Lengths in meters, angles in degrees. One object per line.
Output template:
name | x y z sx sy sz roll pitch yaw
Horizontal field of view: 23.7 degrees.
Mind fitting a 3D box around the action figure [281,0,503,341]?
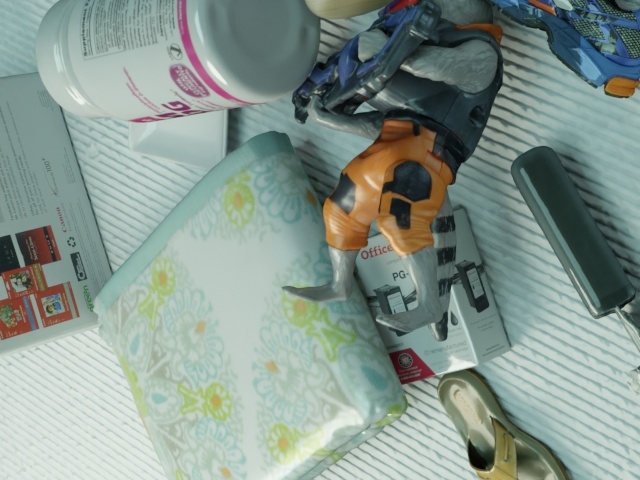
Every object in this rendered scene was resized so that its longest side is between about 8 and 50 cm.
action figure | 0.073 -0.090 1.405 0.341 0.178 0.330 -172 100 -75

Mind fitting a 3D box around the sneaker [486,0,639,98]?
sneaker | 0.210 -0.220 1.337 0.221 0.083 0.087 43 110 17

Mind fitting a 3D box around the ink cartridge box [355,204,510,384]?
ink cartridge box | 0.105 0.054 1.485 0.109 0.063 0.150 -20 89 40

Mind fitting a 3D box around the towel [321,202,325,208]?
towel | 0.000 0.000 1.591 0.083 0.009 0.060 -39 75 37

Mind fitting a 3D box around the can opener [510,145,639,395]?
can opener | 0.267 0.035 1.360 0.093 0.074 0.280 -34 79 4

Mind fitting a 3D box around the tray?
tray | -0.144 -0.215 1.641 0.145 0.030 0.270 16 110 36

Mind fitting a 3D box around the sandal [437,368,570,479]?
sandal | 0.169 0.202 1.479 0.180 0.049 0.072 51 127 17

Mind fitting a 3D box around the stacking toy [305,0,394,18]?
stacking toy | -0.011 -0.380 1.435 0.141 0.141 0.330 -34 75 39

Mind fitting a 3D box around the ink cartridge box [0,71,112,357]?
ink cartridge box | -0.401 -0.017 1.738 0.130 0.272 0.309 -17 89 40

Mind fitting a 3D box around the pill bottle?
pill bottle | -0.149 -0.201 1.517 0.283 0.160 0.160 -4 99 46

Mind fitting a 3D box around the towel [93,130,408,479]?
towel | -0.083 0.113 1.610 0.374 0.090 0.320 -43 67 43
